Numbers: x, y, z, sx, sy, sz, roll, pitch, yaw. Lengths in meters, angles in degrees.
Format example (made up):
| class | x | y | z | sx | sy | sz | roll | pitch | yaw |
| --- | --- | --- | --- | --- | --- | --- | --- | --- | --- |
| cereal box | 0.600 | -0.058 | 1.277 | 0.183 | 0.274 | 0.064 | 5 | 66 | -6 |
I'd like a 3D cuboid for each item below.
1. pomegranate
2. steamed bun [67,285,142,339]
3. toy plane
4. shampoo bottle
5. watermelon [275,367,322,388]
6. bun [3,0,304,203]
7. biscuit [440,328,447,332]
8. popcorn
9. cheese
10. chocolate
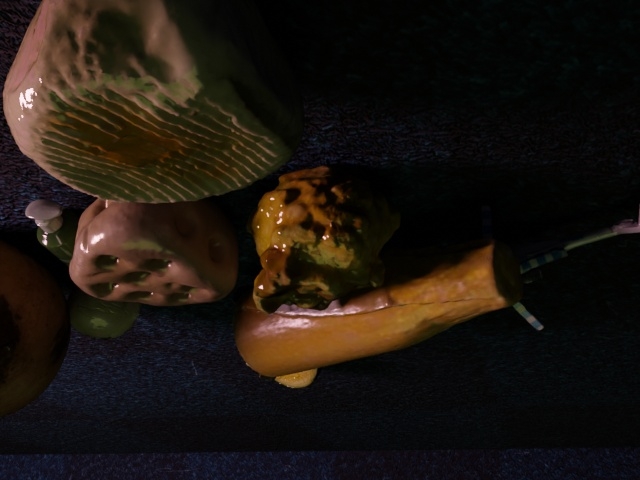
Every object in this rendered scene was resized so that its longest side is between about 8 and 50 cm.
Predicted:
| class | x | y | z | sx | sy | sz | roll | pitch | yaw |
| --- | --- | --- | --- | --- | --- | --- | --- | --- | --- |
| pomegranate | -0.532 | 0.134 | 0.869 | 0.322 | 0.322 | 0.322 | 2 | 151 | 1 |
| steamed bun | -0.377 | 0.120 | 1.015 | 0.130 | 0.090 | 0.112 | -18 | 144 | 33 |
| toy plane | 0.290 | 0.006 | 0.791 | 0.273 | 0.107 | 0.182 | -41 | 88 | 28 |
| shampoo bottle | -0.343 | 0.007 | 0.837 | 0.065 | 0.065 | 0.204 | -3 | 151 | 9 |
| watermelon | -0.047 | 0.278 | 1.342 | 0.181 | 0.075 | 0.092 | -24 | 98 | 37 |
| bun | -0.120 | -0.128 | 0.480 | 0.244 | 0.153 | 0.244 | -3 | 165 | -1 |
| biscuit | 0.176 | 0.145 | 1.094 | 0.152 | 0.020 | 0.152 | 3 | 151 | 2 |
| popcorn | 0.002 | 0.005 | 0.718 | 0.198 | 0.155 | 0.197 | -8 | 147 | -5 |
| cheese | -0.218 | 0.011 | 0.772 | 0.218 | 0.117 | 0.235 | -3 | 152 | 5 |
| chocolate | 0.062 | 0.084 | 0.842 | 0.445 | 0.162 | 0.162 | -21 | 144 | 38 |
